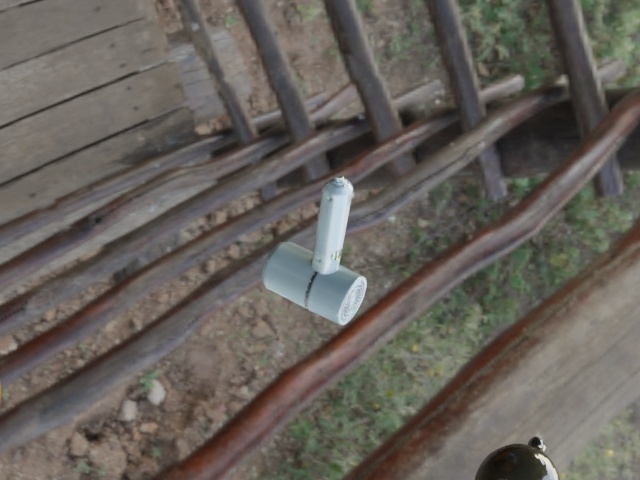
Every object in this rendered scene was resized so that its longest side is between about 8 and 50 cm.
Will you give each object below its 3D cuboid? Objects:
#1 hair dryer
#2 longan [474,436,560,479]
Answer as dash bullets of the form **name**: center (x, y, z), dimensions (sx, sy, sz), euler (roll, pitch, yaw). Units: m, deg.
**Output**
- **hair dryer**: center (0.000, 0.000, 0.798), dimensions (0.047, 0.082, 0.137), euler (-41, 150, -46)
- **longan**: center (0.225, 0.271, 1.077), dimensions (0.106, 0.106, 0.119), euler (49, 61, -32)
